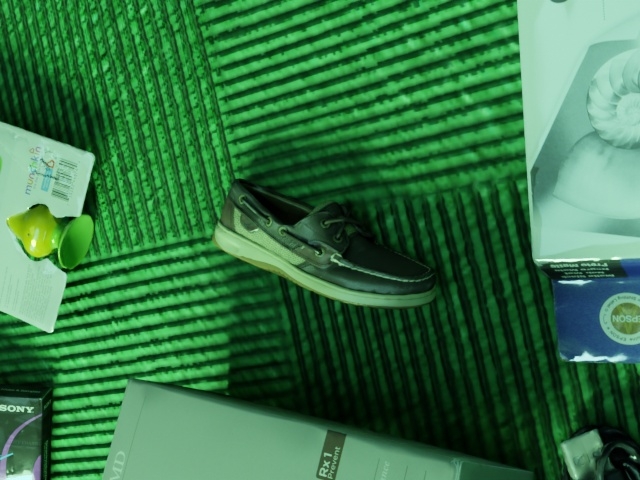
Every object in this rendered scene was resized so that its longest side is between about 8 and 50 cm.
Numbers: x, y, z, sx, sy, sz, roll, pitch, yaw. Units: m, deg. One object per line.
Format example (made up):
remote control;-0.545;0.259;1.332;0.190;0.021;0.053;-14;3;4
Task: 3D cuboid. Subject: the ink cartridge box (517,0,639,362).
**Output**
ink cartridge box;0.212;-0.043;0.400;0.223;0.045;0.224;-4;96;27

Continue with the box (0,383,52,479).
box;-0.275;0.191;0.658;0.116;0.029;0.162;4;99;-2

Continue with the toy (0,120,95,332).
toy;-0.276;-0.036;0.638;0.237;0.056;0.137;20;102;17

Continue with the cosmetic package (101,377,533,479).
cosmetic package;-0.015;0.160;0.469;0.238;0.107;0.127;3;76;35

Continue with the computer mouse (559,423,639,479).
computer mouse;0.083;0.228;0.489;0.272;0.072;0.188;-22;88;27

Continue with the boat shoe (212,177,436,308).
boat shoe;0.000;0.000;0.506;0.152;0.056;0.049;17;110;23
